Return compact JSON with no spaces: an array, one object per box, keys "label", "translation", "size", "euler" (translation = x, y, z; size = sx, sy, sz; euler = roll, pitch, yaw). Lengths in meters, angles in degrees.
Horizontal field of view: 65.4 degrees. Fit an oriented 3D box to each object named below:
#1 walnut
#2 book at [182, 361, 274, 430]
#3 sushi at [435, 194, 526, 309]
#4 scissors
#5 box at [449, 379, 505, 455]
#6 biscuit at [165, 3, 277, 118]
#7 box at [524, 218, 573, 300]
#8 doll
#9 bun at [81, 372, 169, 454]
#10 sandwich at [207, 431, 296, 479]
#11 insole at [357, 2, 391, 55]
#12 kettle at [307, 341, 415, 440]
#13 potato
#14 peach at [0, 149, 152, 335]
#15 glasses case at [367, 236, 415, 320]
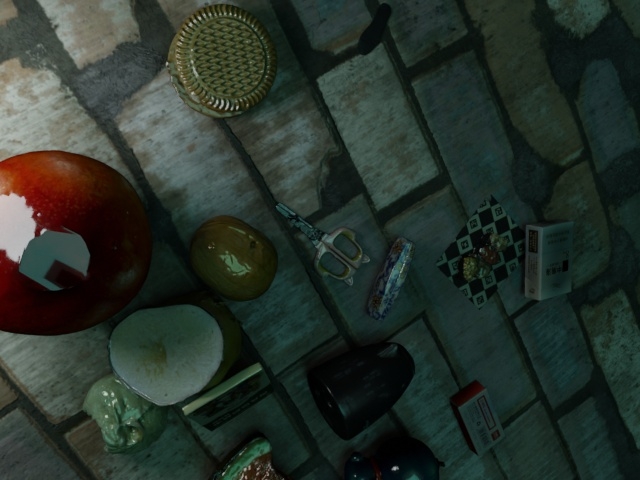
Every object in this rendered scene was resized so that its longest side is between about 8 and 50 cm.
[{"label":"walnut","translation":[-0.208,0.042,1.205],"size":[0.226,0.193,0.193],"euler":[45,83,-15]},{"label":"book","translation":[-0.220,0.398,1.255],"size":[0.202,0.264,0.027],"euler":[-30,65,-14]},{"label":"sushi","translation":[0.530,0.044,1.549],"size":[0.264,0.050,0.290],"euler":[43,83,-22]},{"label":"scissors","translation":[0.000,0.000,1.360],"size":[0.318,0.024,0.160],"euler":[38,86,-22]},{"label":"box","translation":[0.519,0.588,1.646],"size":[0.123,0.050,0.229],"euler":[-31,108,-14]},{"label":"biscuit","translation":[-0.229,-0.416,1.170],"size":[0.260,0.079,0.258],"euler":[-4,102,-21]},{"label":"box","translation":[0.739,0.061,1.611],"size":[0.156,0.067,0.242],"euler":[-8,102,-25]},{"label":"doll","translation":[0.212,0.692,1.478],"size":[0.322,0.198,0.185],"euler":[-7,90,-10]},{"label":"bun","translation":[-0.474,0.429,1.213],"size":[0.213,0.126,0.203],"euler":[37,84,-21]},{"label":"sandwich","translation":[-0.151,0.694,1.362],"size":[0.301,0.162,0.250],"euler":[34,73,7]},{"label":"insole","translation":[0.143,-0.559,1.321],"size":[0.053,0.002,0.152],"euler":[26,91,-22]},{"label":"kettle","translation":[0.135,0.413,1.416],"size":[0.291,0.207,0.268],"euler":[-26,137,-23]},{"label":"potato","translation":[-0.331,0.253,1.208],"size":[0.300,0.196,0.246],"euler":[-11,86,12]},{"label":"peach","translation":[-0.512,0.013,0.980],"size":[0.389,0.388,0.387],"euler":[-4,101,-20]},{"label":"glasses case","translation":[0.200,0.110,1.420],"size":[0.065,0.087,0.247],"euler":[23,91,-18]}]
